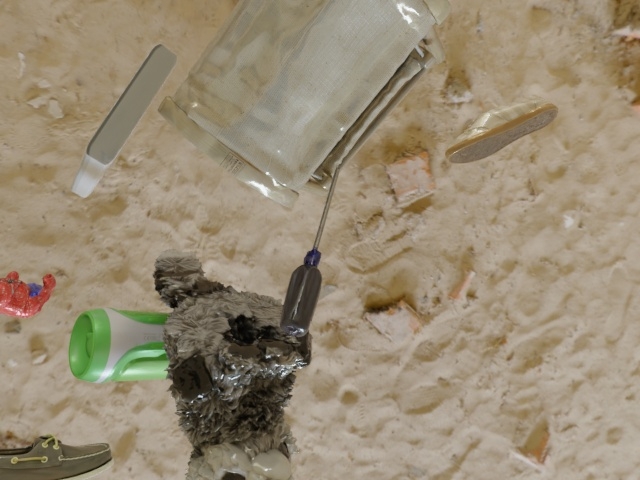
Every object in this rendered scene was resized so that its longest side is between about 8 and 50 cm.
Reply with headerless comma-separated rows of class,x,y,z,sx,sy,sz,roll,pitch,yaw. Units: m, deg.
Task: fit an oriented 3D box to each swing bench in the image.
swing bench,0.002,-0.183,0.540,0.165,0.254,0.253,42,105,2

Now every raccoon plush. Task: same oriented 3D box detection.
raccoon plush,-0.156,0.228,0.795,0.216,0.446,0.299,-1,112,-22

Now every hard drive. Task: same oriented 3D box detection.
hard drive,-0.392,-0.212,0.934,0.047,0.353,0.233,33,70,-25

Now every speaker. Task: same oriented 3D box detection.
speaker,-0.281,0.190,0.877,0.296,0.131,0.131,13,102,-44

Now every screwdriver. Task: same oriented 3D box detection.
screwdriver,0.000,0.000,0.368,0.024,0.170,0.025,-9,129,25

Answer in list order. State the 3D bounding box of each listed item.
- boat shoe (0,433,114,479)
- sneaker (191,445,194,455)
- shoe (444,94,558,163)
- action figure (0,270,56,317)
boat shoe,-0.576,0.442,0.968,0.304,0.109,0.091,2,80,-30
sneaker,-0.209,0.444,1.005,0.135,0.052,0.058,19,88,-31
shoe,0.322,-0.205,0.887,0.218,0.077,0.058,-24,64,-3
action figure,-0.184,0.029,0.292,0.038,0.115,0.030,16,84,-24
